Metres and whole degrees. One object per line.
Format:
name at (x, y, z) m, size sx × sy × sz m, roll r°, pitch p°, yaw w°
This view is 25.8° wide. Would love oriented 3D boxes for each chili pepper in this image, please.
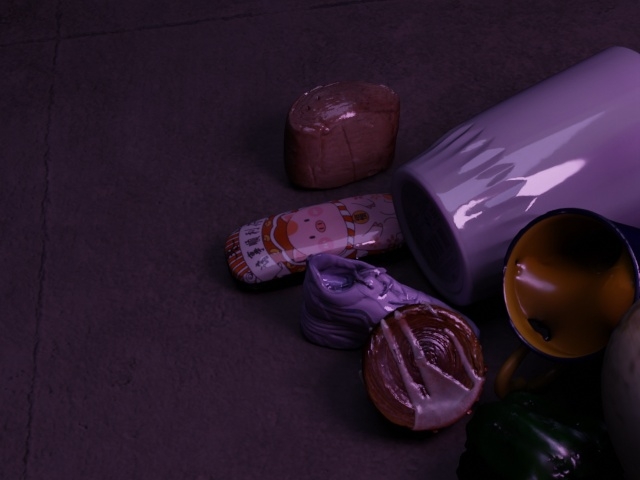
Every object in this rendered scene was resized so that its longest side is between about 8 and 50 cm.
chili pepper at (0.273, 0.282, 1.564) m, size 0.261 × 0.173 × 0.165 m, roll 32°, pitch 29°, yaw 35°

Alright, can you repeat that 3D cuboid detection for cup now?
cup at (0.300, -0.081, 1.843) m, size 0.372 × 0.253 × 0.253 m, roll -25°, pitch 49°, yaw -15°
cup at (0.322, 0.078, 1.703) m, size 0.255 × 0.256 × 0.178 m, roll -24°, pitch 70°, yaw 31°

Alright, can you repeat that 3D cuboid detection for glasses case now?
glasses case at (0.000, 0.000, 1.927) m, size 0.267 × 0.067 × 0.103 m, roll -14°, pitch 45°, yaw -7°

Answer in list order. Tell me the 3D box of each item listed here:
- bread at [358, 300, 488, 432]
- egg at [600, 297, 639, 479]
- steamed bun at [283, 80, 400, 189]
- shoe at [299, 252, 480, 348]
bread at (0.125, 0.155, 1.711) m, size 0.161 × 0.073 × 0.160 m, roll 0°, pitch 91°, yaw -2°
egg at (0.493, 0.193, 1.468) m, size 0.428 × 0.345 × 0.345 m, roll 30°, pitch 51°, yaw -6°
steamed bun at (0.029, -0.161, 2.027) m, size 0.175 × 0.144 × 0.106 m, roll -13°, pitch 45°, yaw -12°
shoe at (0.085, 0.085, 1.789) m, size 0.245 × 0.137 × 0.095 m, roll 11°, pitch 53°, yaw 17°
